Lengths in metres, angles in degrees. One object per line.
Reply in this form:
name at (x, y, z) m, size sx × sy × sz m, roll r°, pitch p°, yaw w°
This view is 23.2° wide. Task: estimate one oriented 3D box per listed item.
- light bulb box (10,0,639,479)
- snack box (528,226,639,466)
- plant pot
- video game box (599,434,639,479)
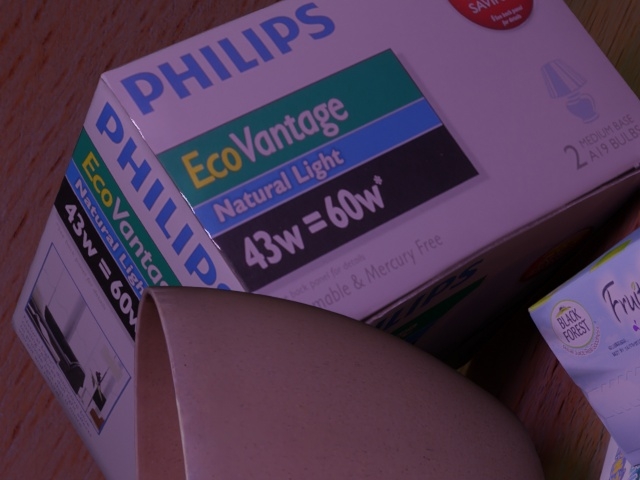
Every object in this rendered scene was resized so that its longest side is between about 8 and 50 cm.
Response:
light bulb box at (0.000, 0.000, 1.150) m, size 0.358 × 0.225 × 0.361 m, roll -27°, pitch -15°, yaw -31°
snack box at (0.185, -0.025, 0.466) m, size 0.207 × 0.070 × 0.174 m, roll -33°, pitch -6°, yaw -21°
plant pot at (0.012, 0.161, 0.809) m, size 0.284 × 0.190 × 0.284 m, roll 177°, pitch 90°, yaw -78°
video game box at (0.164, 0.101, 0.621) m, size 0.187 × 0.048 × 0.205 m, roll -60°, pitch 3°, yaw 46°
